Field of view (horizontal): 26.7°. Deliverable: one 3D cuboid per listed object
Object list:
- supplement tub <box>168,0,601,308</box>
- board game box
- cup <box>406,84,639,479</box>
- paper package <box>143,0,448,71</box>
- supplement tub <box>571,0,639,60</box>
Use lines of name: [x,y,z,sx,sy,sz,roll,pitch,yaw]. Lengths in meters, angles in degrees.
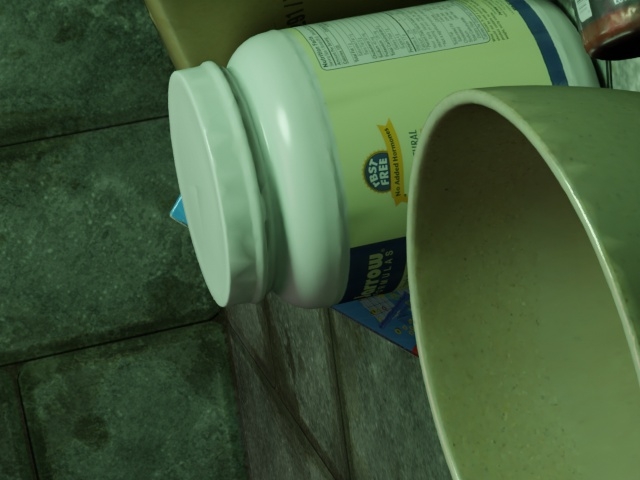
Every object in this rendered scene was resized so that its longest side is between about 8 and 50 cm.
supplement tub: [0.052,-0.074,1.141,0.235,0.325,0.235,168,90,-77]
board game box: [0.000,0.000,1.402,0.086,0.302,0.308,-60,7,3]
cup: [0.216,0.056,0.778,0.331,0.237,0.331,168,90,-76]
paper package: [-0.021,-0.286,1.172,0.168,0.309,0.325,63,178,30]
supplement tub: [0.201,-0.224,0.880,0.106,0.106,0.198,145,113,-75]
